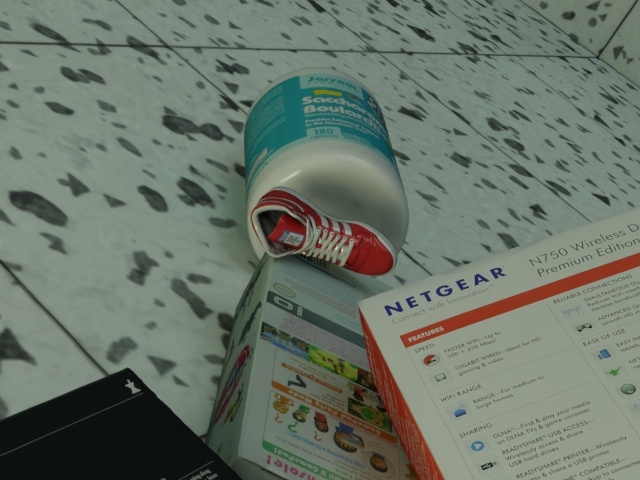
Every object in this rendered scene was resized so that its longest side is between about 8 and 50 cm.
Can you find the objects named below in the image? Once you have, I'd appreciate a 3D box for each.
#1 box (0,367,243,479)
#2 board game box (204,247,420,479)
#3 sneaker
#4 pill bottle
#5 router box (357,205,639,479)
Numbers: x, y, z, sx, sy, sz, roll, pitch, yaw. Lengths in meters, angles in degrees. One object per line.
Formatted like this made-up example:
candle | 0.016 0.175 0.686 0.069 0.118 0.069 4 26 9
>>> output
box | -0.132 0.185 0.575 0.184 0.103 0.261 43 27 16
board game box | 0.035 0.140 0.858 0.224 0.097 0.303 26 24 -9
sneaker | 0.000 0.000 0.918 0.118 0.042 0.067 27 19 7
pill bottle | -0.002 -0.075 1.154 0.146 0.146 0.264 23 26 -18
router box | 0.227 0.102 0.703 0.335 0.082 0.301 -18 39 -6
